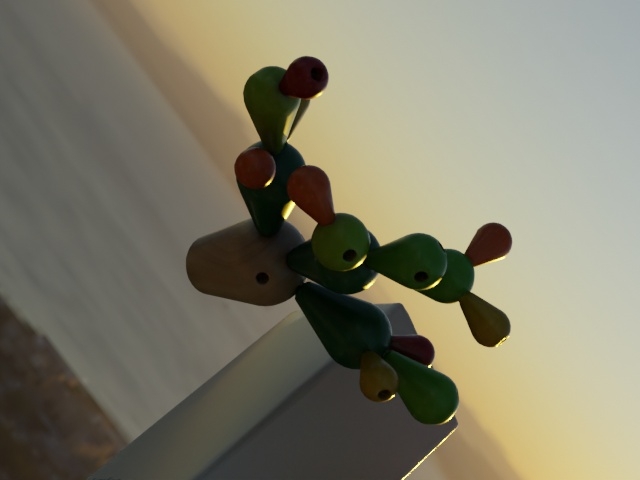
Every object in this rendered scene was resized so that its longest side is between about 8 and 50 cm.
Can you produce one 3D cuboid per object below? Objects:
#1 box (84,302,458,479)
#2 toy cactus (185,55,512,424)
[{"bbox_3d":[-0.051,0.145,1.008,0.113,0.275,0.094,-6,-65,50],"label":"box"},{"bbox_3d":[0.000,0.000,0.928,0.180,0.112,0.219,-4,-48,47],"label":"toy cactus"}]
